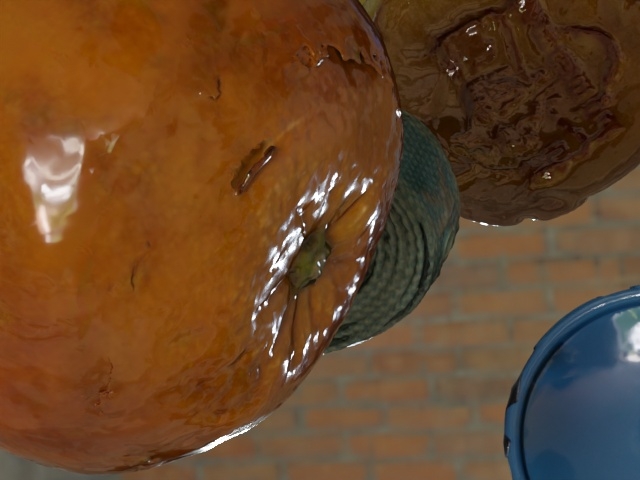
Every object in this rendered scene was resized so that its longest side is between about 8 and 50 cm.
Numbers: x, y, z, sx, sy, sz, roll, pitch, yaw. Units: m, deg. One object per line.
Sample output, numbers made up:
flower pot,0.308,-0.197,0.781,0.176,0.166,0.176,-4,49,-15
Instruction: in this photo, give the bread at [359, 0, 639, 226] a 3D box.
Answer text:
bread,0.146,-0.144,1.575,0.270,0.270,0.148,-6,-142,4

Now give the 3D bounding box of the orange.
orange,-0.091,-0.028,0.958,0.226,0.284,0.284,30,-157,22

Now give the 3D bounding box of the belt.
belt,0.003,-0.005,1.178,0.148,0.163,0.082,17,-137,12

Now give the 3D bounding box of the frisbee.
frisbee,0.263,0.151,1.534,0.242,0.242,0.045,-4,161,14
